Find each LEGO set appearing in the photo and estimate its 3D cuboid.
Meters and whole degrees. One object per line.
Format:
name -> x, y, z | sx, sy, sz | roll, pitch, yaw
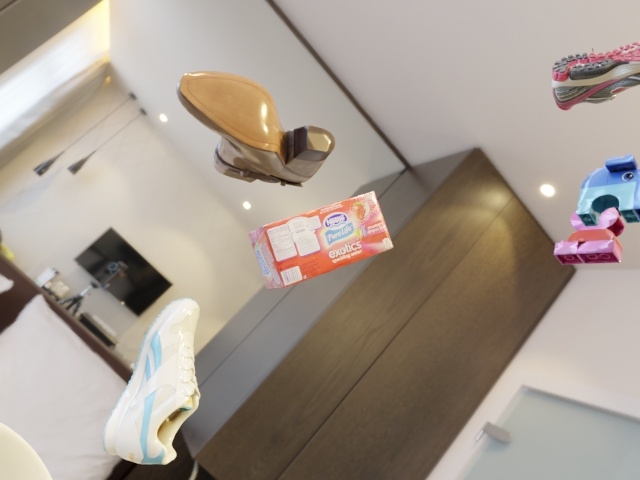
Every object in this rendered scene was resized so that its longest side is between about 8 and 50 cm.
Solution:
LEGO set -> 0.275, -0.047, 0.375 | 0.227, 0.093, 0.087 | -5, -33, 46

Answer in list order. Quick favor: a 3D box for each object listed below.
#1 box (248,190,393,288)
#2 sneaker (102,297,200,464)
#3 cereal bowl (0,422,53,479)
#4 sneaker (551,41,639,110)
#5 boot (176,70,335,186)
box -> 0.000, 0.000, 1.095 | 0.123, 0.257, 0.128 | -15, -86, 67
sneaker -> -0.208, 0.191, 0.744 | 0.093, 0.228, 0.087 | 12, -24, 11
cereal bowl -> -0.410, 0.345, 0.502 | 0.339, 0.141, 0.338 | -19, 90, -81
sneaker -> 0.695, -0.383, 1.236 | 0.300, 0.120, 0.111 | -5, -51, 17
boot -> -0.051, -0.065, 0.354 | 0.119, 0.041, 0.087 | 20, -19, -30
